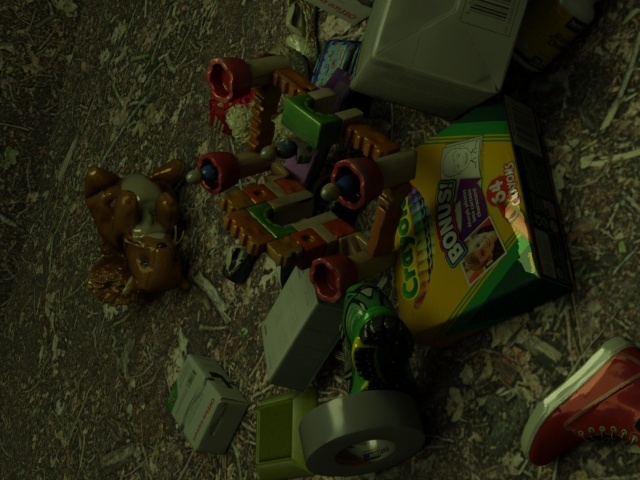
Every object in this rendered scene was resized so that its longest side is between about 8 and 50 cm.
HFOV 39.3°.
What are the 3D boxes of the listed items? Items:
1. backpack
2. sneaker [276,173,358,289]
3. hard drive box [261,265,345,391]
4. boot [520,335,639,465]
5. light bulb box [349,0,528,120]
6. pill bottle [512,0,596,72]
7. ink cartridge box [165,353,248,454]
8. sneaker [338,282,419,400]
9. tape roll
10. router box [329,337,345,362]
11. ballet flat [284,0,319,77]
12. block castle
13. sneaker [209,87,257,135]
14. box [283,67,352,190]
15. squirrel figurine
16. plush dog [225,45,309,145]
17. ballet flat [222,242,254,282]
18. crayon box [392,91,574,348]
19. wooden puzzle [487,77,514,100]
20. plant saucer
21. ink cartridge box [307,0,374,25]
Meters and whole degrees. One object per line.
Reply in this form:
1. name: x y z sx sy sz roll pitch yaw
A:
1. backpack: 0.042 -0.377 2.028 0.173 0.117 0.158 27 97 56
2. sneaker: 0.000 0.000 1.942 0.124 0.107 0.283 27 97 48
3. hard drive box: -0.032 0.168 1.870 0.232 0.089 0.181 -59 25 29
4. boot: 0.414 0.283 1.307 0.244 0.088 0.176 -52 42 20
5. light bulb box: 0.221 -0.430 1.606 0.361 0.225 0.357 -161 89 -86
6. pill bottle: 0.410 -0.391 1.567 0.184 0.103 0.103 -47 44 31
7. ink cartridge box: -0.274 0.392 2.146 0.208 0.087 0.153 41 109 52
8. sneaker: 0.102 0.205 1.610 0.343 0.134 0.146 90 166 -49
9. tape roll: 0.074 0.349 1.604 0.219 0.219 0.072 -42 46 34
10. router box: 0.061 0.205 1.830 0.122 0.038 0.092 17 89 54
11. ballet flat: -0.055 -0.514 2.239 0.091 0.077 0.240 -29 55 42
12. block castle: -0.056 -0.122 1.655 0.453 0.213 0.302 42 136 33
13. sneaker: -0.210 -0.350 2.329 0.221 0.128 0.087 -45 46 34
14. box: -0.017 -0.199 1.916 0.201 0.057 0.293 -59 -5 -46
15. squirrel figurine: -0.497 0.023 2.493 0.370 0.281 0.397 61 139 32
16. plush dog: -0.086 -0.343 2.102 0.211 0.262 0.225 5 104 23
17. ballet flat: -0.184 0.013 2.199 0.203 0.074 0.074 -62 38 14
18. crayon box: 0.266 -0.029 1.604 0.313 0.106 0.362 -32 53 41
19. wooden puzzle: 0.338 -0.268 1.692 0.049 0.006 0.083 35 104 52
20. plant saucer: -0.083 0.415 1.925 0.188 0.045 0.188 -23 58 45
21. ink cartridge box: 0.096 -0.624 1.966 0.306 0.226 0.131 -22 58 47
